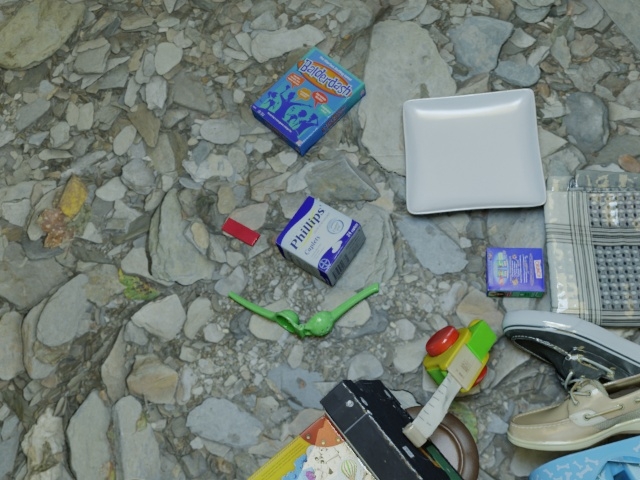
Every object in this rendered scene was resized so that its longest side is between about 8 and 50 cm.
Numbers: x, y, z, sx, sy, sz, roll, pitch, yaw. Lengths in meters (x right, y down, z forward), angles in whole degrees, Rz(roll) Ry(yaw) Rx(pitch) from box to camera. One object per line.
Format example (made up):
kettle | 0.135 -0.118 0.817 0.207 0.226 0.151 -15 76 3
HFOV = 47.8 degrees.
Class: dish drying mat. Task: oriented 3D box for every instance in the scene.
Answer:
dish drying mat | -0.170 -0.018 1.543 0.083 0.008 0.032 28 74 18

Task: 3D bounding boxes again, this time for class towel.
towel | 0.594 0.010 1.398 0.311 0.056 0.325 1 68 9

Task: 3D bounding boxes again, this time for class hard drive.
hard drive | 0.155 0.375 1.182 0.064 0.237 0.339 -45 69 7

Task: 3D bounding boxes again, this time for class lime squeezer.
lime squeezer | -0.038 0.139 1.438 0.310 0.059 0.110 -4 69 8

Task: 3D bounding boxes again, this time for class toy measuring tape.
toy measuring tape | 0.214 0.250 1.291 0.121 0.121 0.330 30 46 18

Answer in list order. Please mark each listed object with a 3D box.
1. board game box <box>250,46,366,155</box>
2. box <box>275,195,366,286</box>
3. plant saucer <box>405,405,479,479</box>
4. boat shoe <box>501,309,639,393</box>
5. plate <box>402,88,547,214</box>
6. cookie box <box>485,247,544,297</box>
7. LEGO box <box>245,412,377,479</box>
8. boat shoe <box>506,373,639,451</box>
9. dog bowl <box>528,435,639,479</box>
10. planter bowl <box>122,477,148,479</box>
board game box | -0.027 -0.314 1.616 0.160 0.047 0.210 40 78 20
box | 0.000 0.000 1.469 0.137 0.072 0.126 29 75 26
plant saucer | 0.189 0.399 1.315 0.198 0.036 0.199 -3 69 8
boat shoe | 0.482 0.224 1.293 0.335 0.121 0.119 19 68 13
plate | 0.315 -0.180 1.509 0.277 0.045 0.278 -4 66 9
cookie box | 0.380 0.063 1.415 0.107 0.040 0.092 1 69 9
LEGO box | -0.050 0.590 1.172 0.500 0.193 0.372 -41 69 -4
boat shoe | 0.458 0.276 1.211 0.302 0.109 0.098 -14 98 13
dog bowl | 0.490 0.395 1.212 0.297 0.166 0.074 -15 56 2
planter bowl | -0.322 0.516 1.303 0.161 0.109 0.162 -3 69 8
